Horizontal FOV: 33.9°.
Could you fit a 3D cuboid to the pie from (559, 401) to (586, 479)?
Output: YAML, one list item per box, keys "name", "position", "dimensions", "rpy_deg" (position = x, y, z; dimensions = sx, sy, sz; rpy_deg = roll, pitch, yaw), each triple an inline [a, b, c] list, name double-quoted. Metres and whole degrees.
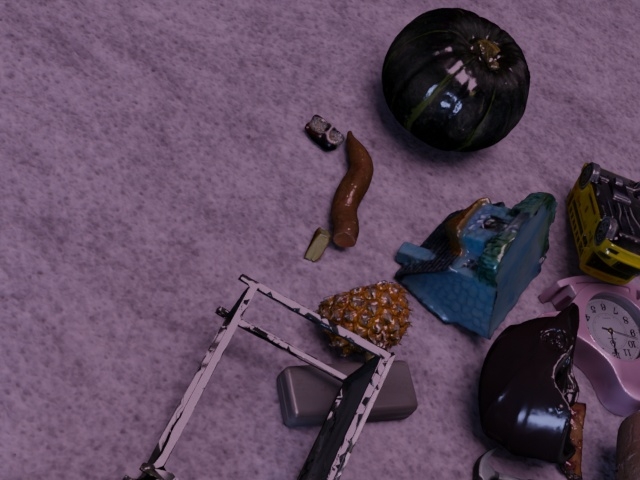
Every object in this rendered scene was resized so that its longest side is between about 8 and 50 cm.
- name: "pie"
  position: [0.465, 0.373, 1.981]
  dimensions: [0.092, 0.034, 0.170]
  rpy_deg: [20, 55, -16]

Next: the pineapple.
- name: "pineapple"
  position: [0.088, 0.163, 1.870]
  dimensions: [0.175, 0.161, 0.137]
  rpy_deg: [-2, 67, -21]

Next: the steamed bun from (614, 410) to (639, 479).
- name: "steamed bun"
  position: [0.641, 0.445, 1.915]
  dimensions: [0.301, 0.199, 0.252]
  rpy_deg: [31, 58, -34]

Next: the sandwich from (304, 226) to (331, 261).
- name: "sandwich"
  position: [0.000, 0.000, 2.001]
  dimensions: [0.031, 0.044, 0.083]
  rpy_deg: [29, 55, -11]

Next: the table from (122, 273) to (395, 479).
- name: "table"
  position: [-0.098, 0.278, 1.633]
  dimensions: [0.272, 0.222, 0.335]
  rpy_deg: [29, 66, -6]

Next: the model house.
- name: "model house"
  position: [0.296, 0.004, 2.044]
  dimensions: [0.241, 0.226, 0.261]
  rpy_deg: [22, 46, 27]

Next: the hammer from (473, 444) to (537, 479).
- name: "hammer"
  position: [0.392, 0.443, 1.912]
  dimensions: [0.246, 0.029, 0.103]
  rpy_deg: [16, 56, -16]

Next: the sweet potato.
- name: "sweet potato"
  position: [0.065, -0.104, 2.082]
  dimensions: [0.067, 0.059, 0.281]
  rpy_deg: [0, 49, 18]

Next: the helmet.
- name: "helmet"
  position: [0.381, 0.257, 1.914]
  dimensions: [0.177, 0.225, 0.305]
  rpy_deg: [-1, 54, 18]

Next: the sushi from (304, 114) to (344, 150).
- name: "sushi"
  position: [0.005, -0.215, 2.143]
  dimensions: [0.083, 0.044, 0.046]
  rpy_deg: [39, 75, 5]

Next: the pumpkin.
- name: "pumpkin"
  position: [0.285, -0.334, 2.205]
  dimensions: [0.323, 0.241, 0.323]
  rpy_deg: [18, 44, -19]

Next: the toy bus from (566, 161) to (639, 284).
- name: "toy bus"
  position: [0.599, -0.024, 2.154]
  dimensions: [0.144, 0.152, 0.330]
  rpy_deg: [21, 32, -8]

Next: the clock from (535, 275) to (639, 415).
- name: "clock"
  position: [0.540, 0.202, 2.091]
  dimensions: [0.290, 0.080, 0.276]
  rpy_deg: [7, 58, -19]

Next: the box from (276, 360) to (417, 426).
- name: "box"
  position: [0.048, 0.269, 1.848]
  dimensions: [0.243, 0.055, 0.103]
  rpy_deg: [1, 60, -24]
